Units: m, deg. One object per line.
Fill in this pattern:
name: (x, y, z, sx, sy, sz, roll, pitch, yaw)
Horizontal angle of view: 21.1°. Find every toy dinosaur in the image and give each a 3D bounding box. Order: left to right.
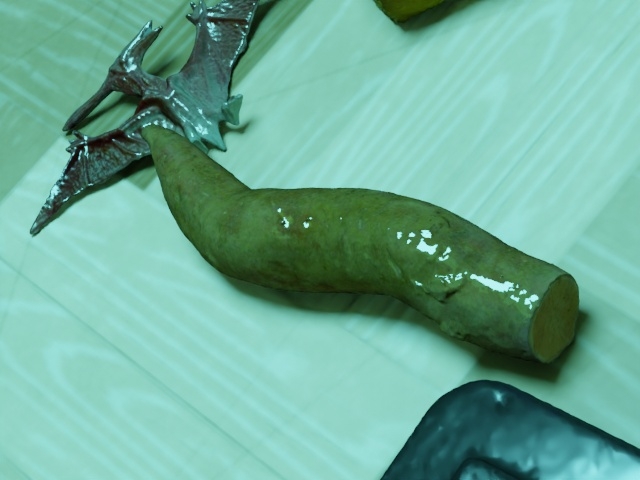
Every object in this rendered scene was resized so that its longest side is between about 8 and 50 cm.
toy dinosaur: (-0.095, -0.082, 1.018, 0.220, 0.032, 0.108, -47, 54, -6)

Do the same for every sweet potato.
sweet potato: (0.000, 0.000, 0.895, 0.281, 0.067, 0.059, 15, 25, 33)

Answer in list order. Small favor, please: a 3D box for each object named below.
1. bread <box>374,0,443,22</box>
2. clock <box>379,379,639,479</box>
bread: (0.046, -0.207, 1.011, 0.103, 0.065, 0.187, -33, 52, 5)
clock: (0.092, 0.213, 0.719, 0.279, 0.049, 0.273, 25, 73, 36)
